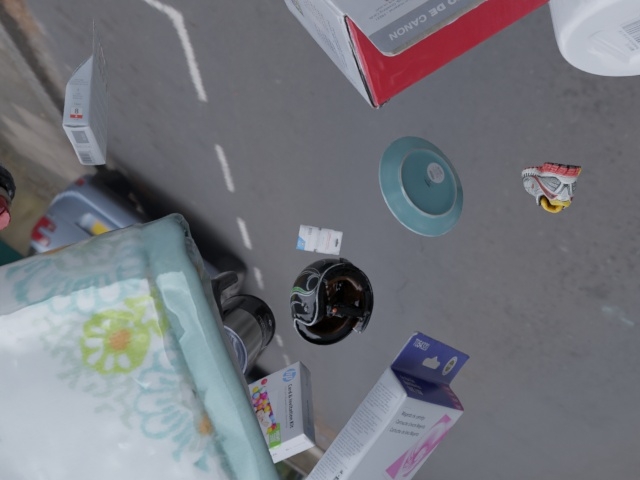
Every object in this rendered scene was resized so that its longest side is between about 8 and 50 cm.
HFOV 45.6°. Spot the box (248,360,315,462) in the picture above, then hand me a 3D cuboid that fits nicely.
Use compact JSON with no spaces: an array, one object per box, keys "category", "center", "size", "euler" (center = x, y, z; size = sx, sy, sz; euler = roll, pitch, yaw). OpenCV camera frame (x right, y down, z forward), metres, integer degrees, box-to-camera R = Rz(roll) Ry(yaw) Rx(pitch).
[{"category":"box","center":[-0.098,0.284,1.173],"size":[0.038,0.186,0.145],"euler":[53,-161,-34]}]

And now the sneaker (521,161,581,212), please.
[{"category":"sneaker","center":[0.462,-0.105,1.560],"size":[0.088,0.092,0.225],"euler":[8,-179,4]}]

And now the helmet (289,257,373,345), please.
[{"category":"helmet","center":[0.016,0.121,1.504],"size":[0.169,0.169,0.161],"euler":[39,157,-12]}]

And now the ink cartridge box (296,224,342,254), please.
[{"category":"ink cartridge box","center":[0.000,0.000,1.468],"size":[0.083,0.048,0.028],"euler":[10,177,8]}]

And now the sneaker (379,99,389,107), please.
[{"category":"sneaker","center":[0.121,-0.339,1.307],"size":[0.118,0.292,0.110],"euler":[36,130,0]}]

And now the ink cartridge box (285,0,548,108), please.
[{"category":"ink cartridge box","center":[0.134,-0.281,0.736],"size":[0.271,0.310,0.130],"euler":[57,178,36]}]

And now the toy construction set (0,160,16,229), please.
[{"category":"toy construction set","center":[-0.476,-0.019,0.739],"size":[0.258,0.308,0.237],"euler":[-14,145,15]}]

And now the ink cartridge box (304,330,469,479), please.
[{"category":"ink cartridge box","center":[0.147,0.333,1.357],"size":[0.071,0.330,0.324],"euler":[39,-175,31]}]

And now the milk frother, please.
[{"category":"milk frother","center":[-0.150,0.119,0.975],"size":[0.129,0.143,0.135],"euler":[61,-165,-3]}]

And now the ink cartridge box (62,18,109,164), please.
[{"category":"ink cartridge box","center":[-0.358,-0.225,1.169],"size":[0.045,0.179,0.145],"euler":[-3,164,-7]}]

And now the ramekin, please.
[{"category":"ramekin","center":[0.490,-0.371,1.174],"size":[0.277,0.135,0.277],"euler":[1,161,0]}]

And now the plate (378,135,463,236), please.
[{"category":"plate","center":[0.185,-0.100,1.342],"size":[0.188,0.188,0.024],"euler":[39,148,-14]}]

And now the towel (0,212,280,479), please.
[{"category":"towel","center":[-0.182,0.203,0.523],"size":[0.090,0.321,0.374],"euler":[-142,34,-79]}]
